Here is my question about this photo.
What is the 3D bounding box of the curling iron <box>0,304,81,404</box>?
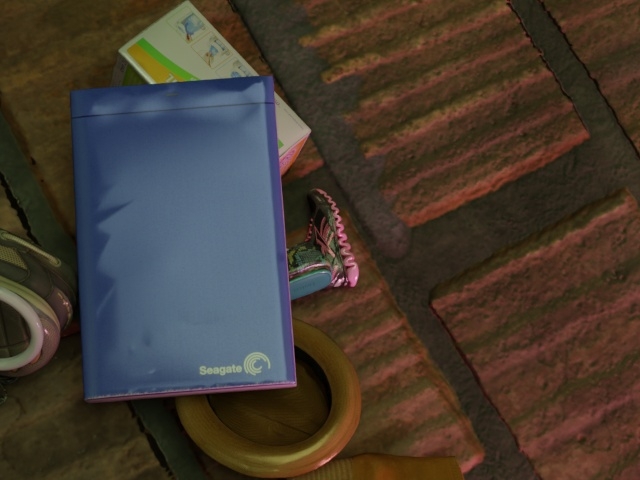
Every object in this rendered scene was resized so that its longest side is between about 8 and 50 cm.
[{"bbox_3d":[-0.252,0.096,1.596,0.274,0.035,0.068,-25,70,-21],"label":"curling iron"}]

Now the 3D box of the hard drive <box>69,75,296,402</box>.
[{"bbox_3d":[-0.141,-0.003,1.562,0.210,0.040,0.318,-4,78,-1],"label":"hard drive"}]

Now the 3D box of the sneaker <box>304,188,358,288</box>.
[{"bbox_3d":[0.000,0.000,1.699,0.057,0.047,0.119,-17,73,-8],"label":"sneaker"}]

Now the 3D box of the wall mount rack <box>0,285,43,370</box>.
[{"bbox_3d":[-0.452,0.108,1.441,0.350,0.304,0.130,20,37,-6],"label":"wall mount rack"}]

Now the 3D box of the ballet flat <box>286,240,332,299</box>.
[{"bbox_3d":[-0.081,0.051,1.646,0.188,0.070,0.070,-20,75,-16],"label":"ballet flat"}]

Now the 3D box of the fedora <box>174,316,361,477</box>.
[{"bbox_3d":[-0.053,0.169,1.589,0.194,0.079,0.194,0,59,1],"label":"fedora"}]

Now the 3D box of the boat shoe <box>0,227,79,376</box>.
[{"bbox_3d":[-0.407,0.013,1.558,0.355,0.132,0.130,28,38,4],"label":"boat shoe"}]

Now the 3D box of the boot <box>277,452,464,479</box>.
[{"bbox_3d":[0.071,0.353,1.543,0.211,0.104,0.295,2,65,-13],"label":"boot"}]

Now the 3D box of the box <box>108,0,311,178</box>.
[{"bbox_3d":[-0.123,-0.140,1.681,0.103,0.114,0.203,-41,84,-24],"label":"box"}]
